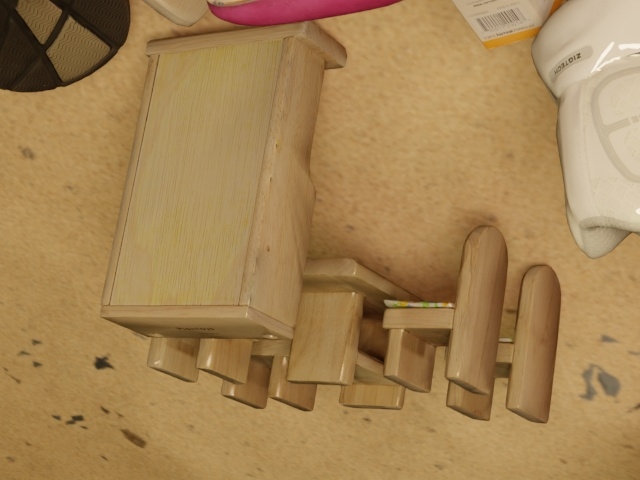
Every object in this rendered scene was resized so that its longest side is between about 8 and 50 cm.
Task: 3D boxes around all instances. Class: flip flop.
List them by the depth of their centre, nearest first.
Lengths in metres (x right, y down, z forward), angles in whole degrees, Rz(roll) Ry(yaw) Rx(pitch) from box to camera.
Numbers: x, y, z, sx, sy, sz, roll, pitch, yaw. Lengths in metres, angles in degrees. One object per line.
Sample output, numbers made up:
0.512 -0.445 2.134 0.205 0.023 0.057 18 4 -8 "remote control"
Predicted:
-0.204 -0.174 0.739 0.112 0.080 0.277 -34 131 26 "flip flop"

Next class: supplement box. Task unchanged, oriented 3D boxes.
0.070 -0.141 0.642 0.036 0.062 0.098 -9 134 41 "supplement box"

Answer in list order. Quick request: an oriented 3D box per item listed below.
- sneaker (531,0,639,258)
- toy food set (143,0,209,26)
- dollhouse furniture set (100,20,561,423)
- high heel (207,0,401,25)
0.221 -0.013 0.647 0.292 0.118 0.110 16 149 -20 "sneaker"
-0.055 -0.222 0.578 0.219 0.092 0.306 37 144 -19 "toy food set"
0.000 0.000 0.853 0.212 0.161 0.242 -2 161 33 "dollhouse furniture set"
0.080 -0.119 0.581 0.244 0.082 0.117 -27 138 5 "high heel"
